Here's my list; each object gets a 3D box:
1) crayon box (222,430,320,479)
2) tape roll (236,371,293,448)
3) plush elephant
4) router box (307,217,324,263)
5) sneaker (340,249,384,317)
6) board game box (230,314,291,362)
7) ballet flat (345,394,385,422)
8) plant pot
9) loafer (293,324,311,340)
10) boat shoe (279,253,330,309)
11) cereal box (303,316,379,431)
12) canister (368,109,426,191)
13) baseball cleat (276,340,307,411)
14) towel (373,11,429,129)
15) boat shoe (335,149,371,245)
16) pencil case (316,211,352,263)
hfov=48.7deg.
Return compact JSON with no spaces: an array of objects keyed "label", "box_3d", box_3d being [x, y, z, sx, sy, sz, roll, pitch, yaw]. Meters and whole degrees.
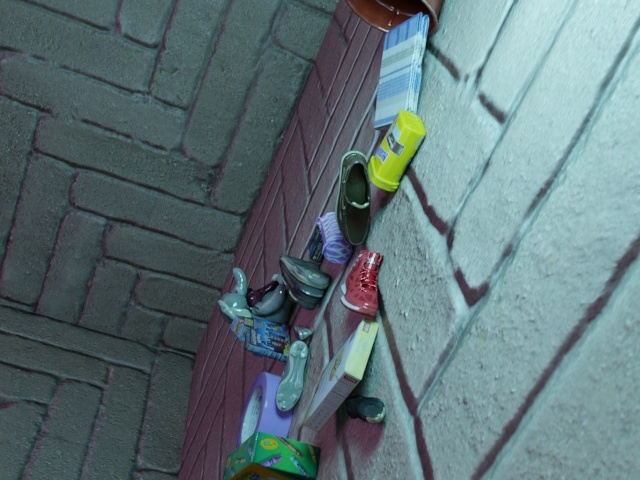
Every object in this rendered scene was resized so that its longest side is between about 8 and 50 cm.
[{"label":"crayon box","box_3d":[-0.129,0.566,1.769,0.278,0.165,0.081,128,157,-54]},{"label":"tape roll","box_3d":[-0.167,0.538,2.115,0.275,0.090,0.275,-161,90,-77]},{"label":"plush elephant","box_3d":[-0.235,0.210,2.455,0.272,0.255,0.330,153,134,-71]},{"label":"router box","box_3d":[0.000,0.000,2.270,0.092,0.038,0.123,-110,40,-68]},{"label":"sneaker","box_3d":[0.102,0.091,1.657,0.221,0.087,0.128,-125,53,-72]},{"label":"board game box","box_3d":[-0.194,0.317,2.287,0.194,0.194,0.060,-101,32,-65]},{"label":"ballet flat","box_3d":[0.097,0.351,1.449,0.049,0.057,0.173,68,165,-2]},{"label":"plant pot","box_3d":[0.237,-0.725,1.882,0.265,0.272,0.272,-65,13,-9]},{"label":"loafer","box_3d":[-0.054,0.280,2.138,0.125,0.039,0.045,-174,69,-79]},{"label":"boat shoe","box_3d":[-0.073,0.129,2.194,0.355,0.132,0.130,-146,75,-77]},{"label":"cereal box","box_3d":[0.046,0.304,1.603,0.240,0.047,0.173,-60,3,41]},{"label":"canister","box_3d":[0.189,-0.225,1.755,0.126,0.073,0.170,-93,27,-56]},{"label":"baseball cleat","box_3d":[-0.078,0.395,2.037,0.109,0.072,0.206,106,-178,-71]},{"label":"towel","box_3d":[0.212,-0.440,1.881,0.209,0.034,0.285,179,98,-67]},{"label":"boat shoe","box_3d":[0.086,-0.096,1.811,0.095,0.095,0.258,-116,18,-66]},{"label":"pencil case","box_3d":[0.039,-0.012,2.031,0.206,0.088,0.086,-104,33,-64]}]
